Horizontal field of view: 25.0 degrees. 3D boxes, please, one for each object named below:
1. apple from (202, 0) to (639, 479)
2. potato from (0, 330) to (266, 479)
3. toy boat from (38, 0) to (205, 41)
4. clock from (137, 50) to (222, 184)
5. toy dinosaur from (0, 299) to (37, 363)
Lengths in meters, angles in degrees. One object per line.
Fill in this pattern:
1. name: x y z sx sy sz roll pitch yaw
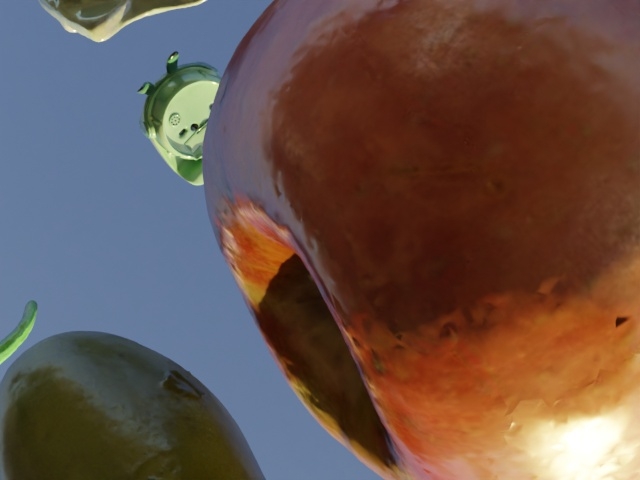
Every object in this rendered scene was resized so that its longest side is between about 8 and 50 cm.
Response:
1. apple: 0.122 -0.025 0.814 0.364 0.364 0.363 9 -71 29
2. potato: -0.102 0.165 0.899 0.148 0.186 0.253 -40 -98 13
3. toy boat: -0.089 -0.264 1.093 0.199 0.290 0.100 33 -23 48
4. clock: -0.129 -0.126 1.417 0.101 0.135 0.041 -46 -140 -5
5. toy dinosaur: -0.604 0.214 1.721 0.374 0.500 0.144 15 -42 38
